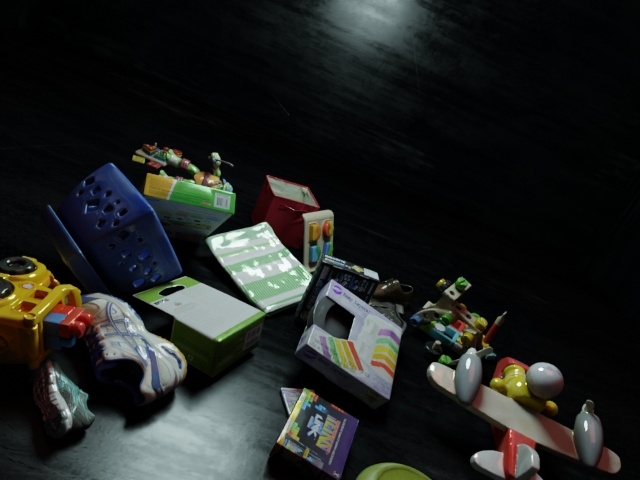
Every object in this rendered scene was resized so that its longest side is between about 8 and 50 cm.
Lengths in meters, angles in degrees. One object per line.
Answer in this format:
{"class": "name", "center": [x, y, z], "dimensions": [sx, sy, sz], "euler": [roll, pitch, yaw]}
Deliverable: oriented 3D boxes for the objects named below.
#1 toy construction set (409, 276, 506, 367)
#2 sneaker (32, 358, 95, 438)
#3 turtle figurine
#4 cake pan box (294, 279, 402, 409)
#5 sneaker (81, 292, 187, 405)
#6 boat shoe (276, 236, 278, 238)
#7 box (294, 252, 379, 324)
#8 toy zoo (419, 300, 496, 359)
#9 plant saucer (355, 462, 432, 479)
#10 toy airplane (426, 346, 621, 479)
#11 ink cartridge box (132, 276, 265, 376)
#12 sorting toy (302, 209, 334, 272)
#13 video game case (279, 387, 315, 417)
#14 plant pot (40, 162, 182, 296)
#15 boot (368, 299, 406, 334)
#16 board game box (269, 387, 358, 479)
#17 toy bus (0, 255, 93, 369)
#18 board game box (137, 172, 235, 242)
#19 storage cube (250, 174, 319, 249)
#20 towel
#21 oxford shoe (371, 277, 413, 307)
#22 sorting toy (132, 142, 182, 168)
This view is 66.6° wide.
{"class": "toy construction set", "center": [0.471, 0.241, 1.556], "dimensions": [0.309, 0.237, 0.257], "euler": [2, 36, -29]}
{"class": "sneaker", "center": [-0.454, 0.279, 0.865], "dimensions": [0.076, 0.065, 0.166], "euler": [23, 19, -51]}
{"class": "turtle figurine", "center": [-0.460, -0.241, 1.818], "dimensions": [0.267, 0.197, 0.274], "euler": [18, 19, -7]}
{"class": "cake pan box", "center": [0.078, 0.258, 1.261], "dimensions": [0.267, 0.070, 0.245], "euler": [37, 37, -8]}
{"class": "sneaker", "center": [-0.413, 0.210, 0.973], "dimensions": [0.297, 0.111, 0.131], "euler": [29, 23, 13]}
{"class": "boat shoe", "center": [-0.232, 0.010, 1.632], "dimensions": [0.076, 0.083, 0.226], "euler": [35, 25, 22]}
{"class": "box", "center": [0.045, 0.163, 1.396], "dimensions": [0.175, 0.220, 0.051], "euler": [20, 25, -10]}
{"class": "toy zoo", "center": [0.476, 0.329, 1.711], "dimensions": [0.293, 0.030, 0.192], "euler": [32, 23, 18]}
{"class": "plant saucer", "center": [0.179, 0.531, 0.955], "dimensions": [0.241, 0.037, 0.241], "euler": [21, 22, -9]}
{"class": "toy airplane", "center": [0.500, 0.426, 1.205], "dimensions": [0.387, 0.272, 0.384], "euler": [8, 28, -35]}
{"class": "ink cartridge box", "center": [-0.291, 0.192, 1.163], "dimensions": [0.255, 0.096, 0.189], "euler": [22, 20, 22]}
{"class": "sorting toy", "center": [0.000, 0.000, 1.757], "dimensions": [0.038, 0.208, 0.193], "euler": [3, 9, 32]}
{"class": "video game case", "center": [-0.037, 0.383, 1.098], "dimensions": [0.087, 0.011, 0.122], "euler": [12, 25, -27]}
{"class": "plant pot", "center": [-0.501, -0.002, 1.158], "dimensions": [0.212, 0.235, 0.236], "euler": [-35, 54, -21]}
{"class": "boot", "center": [0.144, 0.239, 1.529], "dimensions": [0.229, 0.091, 0.263], "euler": [19, 18, 0]}
{"class": "board game box", "center": [-0.008, 0.405, 1.006], "dimensions": [0.141, 0.048, 0.170], "euler": [28, 27, 5]}
{"class": "toy bus", "center": [-0.528, 0.135, 0.917], "dimensions": [0.212, 0.149, 0.220], "euler": [7, 22, -3]}
{"class": "board game box", "center": [-0.416, -0.081, 1.407], "dimensions": [0.243, 0.317, 0.064], "euler": [12, 69, -29]}
{"class": "storage cube", "center": [-0.141, -0.104, 1.838], "dimensions": [0.184, 0.193, 0.215], "euler": [14, 25, -23]}
{"class": "towel", "center": [-0.170, 0.078, 1.498], "dimensions": [0.248, 0.038, 0.325], "euler": [-18, 56, -42]}
{"class": "oxford shoe", "center": [0.230, 0.170, 1.734], "dimensions": [0.228, 0.096, 0.082], "euler": [10, 28, -28]}
{"class": "sorting toy", "center": [-0.694, -0.373, 2.066], "dimensions": [0.133, 0.046, 0.274], "euler": [24, 23, -1]}
